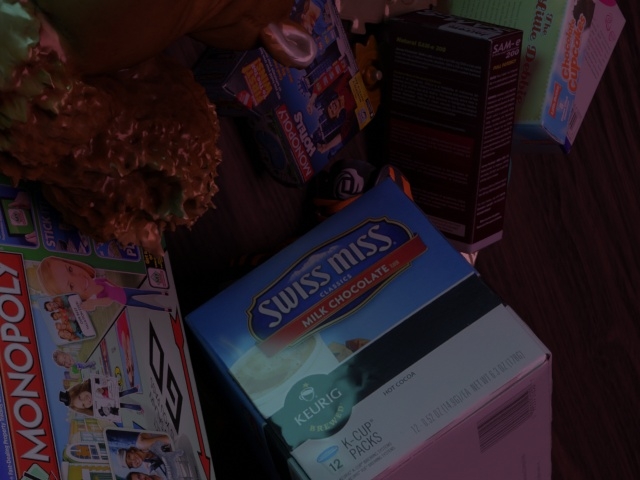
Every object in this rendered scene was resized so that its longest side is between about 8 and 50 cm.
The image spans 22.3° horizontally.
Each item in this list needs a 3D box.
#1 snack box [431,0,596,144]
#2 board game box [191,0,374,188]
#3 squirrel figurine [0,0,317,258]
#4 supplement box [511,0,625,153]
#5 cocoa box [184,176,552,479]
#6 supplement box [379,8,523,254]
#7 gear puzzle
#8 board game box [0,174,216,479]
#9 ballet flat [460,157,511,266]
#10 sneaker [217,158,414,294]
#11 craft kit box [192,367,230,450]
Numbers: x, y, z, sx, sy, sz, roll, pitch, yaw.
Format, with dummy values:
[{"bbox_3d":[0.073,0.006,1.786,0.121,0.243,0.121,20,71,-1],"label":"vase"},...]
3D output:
[{"bbox_3d":[0.218,-0.265,1.848,0.060,0.187,0.322,31,68,-48],"label":"snack box"},{"bbox_3d":[-0.046,-0.158,1.628,0.194,0.060,0.194,-45,125,-39],"label":"board game box"},{"bbox_3d":[-0.155,-0.200,1.344,0.397,0.281,0.370,-68,162,2],"label":"squirrel figurine"},{"bbox_3d":[0.272,-0.223,1.978,0.111,0.114,0.220,52,55,-38],"label":"supplement box"},{"bbox_3d":[0.055,0.155,1.489,0.231,0.228,0.347,-34,152,-10],"label":"cocoa box"},{"bbox_3d":[0.138,-0.119,1.762,0.073,0.130,0.239,-23,124,-49],"label":"supplement box"},{"bbox_3d":[0.058,-0.304,1.765,0.175,0.044,0.339,-2,94,-47],"label":"gear puzzle"},{"bbox_3d":[-0.202,0.097,1.307,0.213,0.046,0.317,9,55,-39],"label":"board game box"},{"bbox_3d":[0.152,-0.014,1.873,0.086,0.086,0.248,37,65,-46],"label":"ballet flat"},{"bbox_3d":[0.000,0.000,1.664,0.321,0.124,0.180,15,76,-61],"label":"sneaker"},{"bbox_3d":[-0.211,0.173,1.445,0.247,0.061,0.250,-55,131,-30],"label":"craft kit box"}]
